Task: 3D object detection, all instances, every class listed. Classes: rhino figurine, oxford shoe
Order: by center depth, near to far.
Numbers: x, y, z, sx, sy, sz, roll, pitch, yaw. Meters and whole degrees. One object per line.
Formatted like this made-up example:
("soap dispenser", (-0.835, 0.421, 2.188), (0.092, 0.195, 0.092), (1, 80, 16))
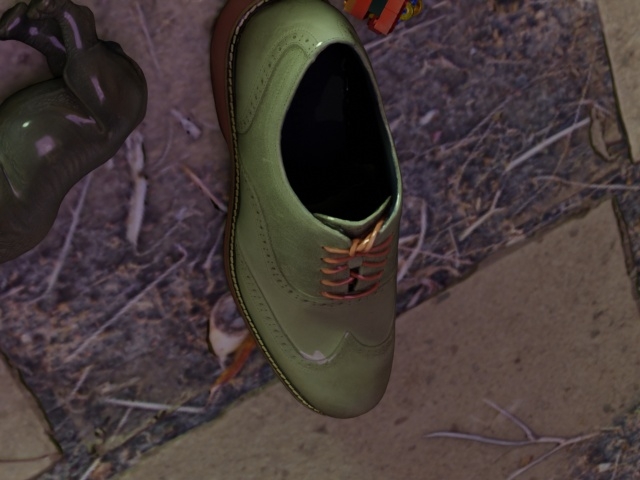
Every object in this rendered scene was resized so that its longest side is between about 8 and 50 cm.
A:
("rhino figurine", (-0.208, -0.043, 0.740), (0.106, 0.073, 0.243), (39, 96, -30))
("oxford shoe", (0.000, 0.000, 0.816), (0.123, 0.130, 0.348), (-21, 120, -14))

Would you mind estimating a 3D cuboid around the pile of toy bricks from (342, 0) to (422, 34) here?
("pile of toy bricks", (0.050, -0.243, 0.754), (0.105, 0.118, 0.212), (31, 114, 7))
